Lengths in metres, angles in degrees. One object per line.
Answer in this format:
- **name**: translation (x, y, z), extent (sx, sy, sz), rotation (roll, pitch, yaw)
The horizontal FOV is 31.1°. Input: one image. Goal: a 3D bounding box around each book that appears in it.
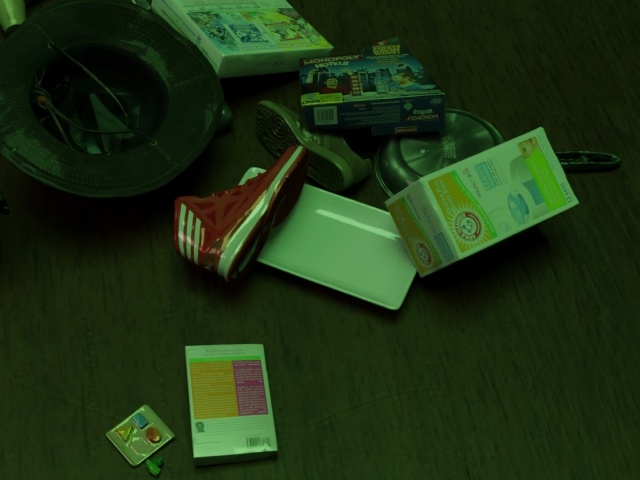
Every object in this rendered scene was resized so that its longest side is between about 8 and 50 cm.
- **book**: translation (-0.105, 0.189, 1.340), extent (0.096, 0.035, 0.144), rotation (-4, 52, -8)

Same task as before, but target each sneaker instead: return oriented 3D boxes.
- **sneaker**: translation (-0.110, -0.057, 1.463), extent (0.128, 0.087, 0.221), rotation (23, 53, 15)
- **sneaker**: translation (-0.011, -0.133, 1.588), extent (0.188, 0.066, 0.071), rotation (42, 44, 23)

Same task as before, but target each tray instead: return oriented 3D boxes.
- **tray**: translation (0.000, 0.000, 1.492), extent (0.270, 0.030, 0.145), rotation (20, 55, 14)

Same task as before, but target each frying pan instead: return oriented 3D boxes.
- **frying pan**: translation (0.233, -0.097, 1.567), extent (0.326, 0.053, 0.197), rotation (15, 54, 14)

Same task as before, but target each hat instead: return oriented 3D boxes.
- **hat**: translation (-0.297, -0.163, 1.539), extent (0.331, 0.134, 0.331), rotation (8, 57, -13)

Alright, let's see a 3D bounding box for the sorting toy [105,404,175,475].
- **sorting toy**: translation (-0.199, 0.230, 1.316), extent (0.062, 0.012, 0.083), rotation (-34, 59, -25)

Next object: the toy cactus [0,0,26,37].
- **toy cactus**: translation (-0.484, -0.395, 1.761), extent (0.219, 0.112, 0.180), rotation (-13, 62, -22)

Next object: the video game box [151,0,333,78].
- **video game box**: translation (-0.114, -0.313, 1.684), extent (0.205, 0.048, 0.187), rotation (-12, 47, -39)

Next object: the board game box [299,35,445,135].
- **board game box**: translation (0.069, -0.219, 1.620), extent (0.194, 0.060, 0.194), rotation (-4, 34, 1)

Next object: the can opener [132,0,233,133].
- **can opener**: translation (-0.226, -0.252, 1.677), extent (0.095, 0.076, 0.283), rotation (-38, 56, 11)

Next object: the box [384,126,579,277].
- **box**: translation (0.202, -0.047, 1.448), extent (0.203, 0.103, 0.114), rotation (-23, 86, -27)

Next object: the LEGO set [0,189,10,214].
- **LEGO set**: translation (-0.560, -0.082, 1.406), extent (0.331, 0.255, 0.192), rotation (-16, 70, -4)
